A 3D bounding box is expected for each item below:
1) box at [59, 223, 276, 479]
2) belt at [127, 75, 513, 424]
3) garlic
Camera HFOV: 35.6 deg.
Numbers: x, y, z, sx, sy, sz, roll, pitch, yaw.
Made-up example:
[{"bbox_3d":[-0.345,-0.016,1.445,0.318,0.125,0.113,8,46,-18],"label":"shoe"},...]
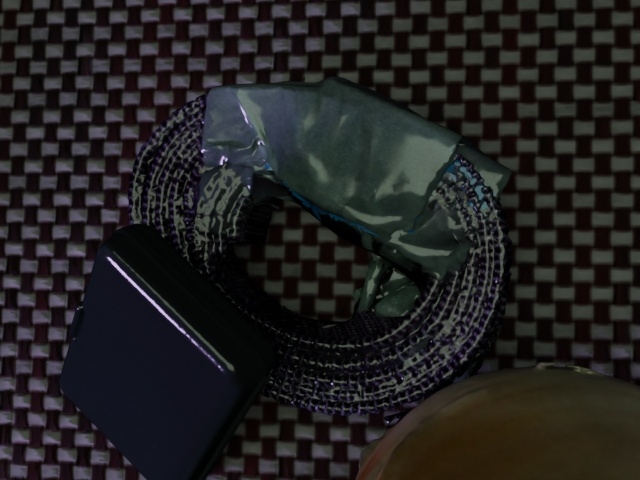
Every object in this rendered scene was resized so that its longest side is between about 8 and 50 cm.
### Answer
[{"bbox_3d":[-0.130,0.105,0.799,0.160,0.230,0.050,43,50,11],"label":"box"},{"bbox_3d":[0.000,0.000,0.822,0.325,0.122,0.260,27,97,14],"label":"belt"},{"bbox_3d":[0.144,0.236,0.705,0.313,0.249,0.286,-15,96,-18],"label":"garlic"}]
